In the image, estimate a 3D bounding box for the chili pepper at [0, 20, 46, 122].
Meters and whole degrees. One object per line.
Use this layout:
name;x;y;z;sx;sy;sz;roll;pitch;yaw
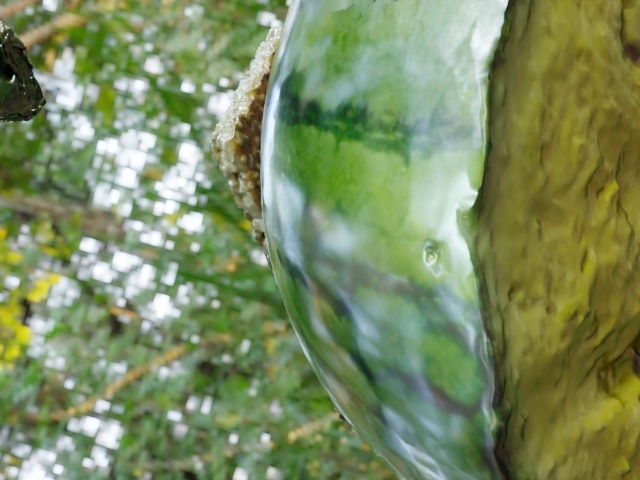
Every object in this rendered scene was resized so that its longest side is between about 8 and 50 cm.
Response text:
chili pepper;-0.337;-0.192;1.383;0.116;0.148;0.264;-40;-46;-12

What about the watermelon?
watermelon;0.081;-0.025;0.666;0.330;0.189;0.331;-9;-78;-48

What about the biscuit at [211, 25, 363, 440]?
biscuit;0.005;-0.003;1.001;0.237;0.026;0.131;65;-148;-29
